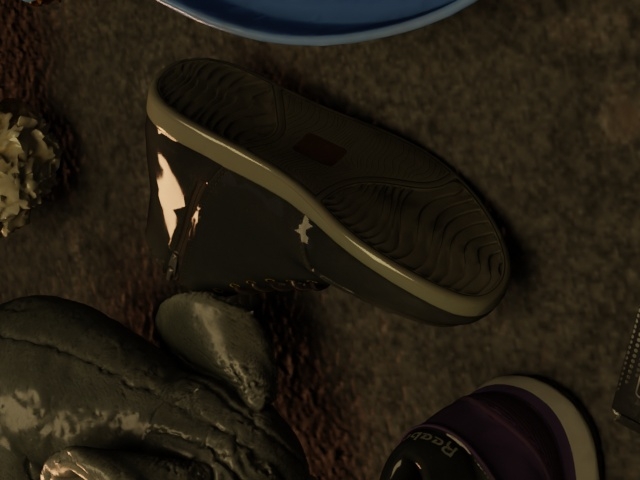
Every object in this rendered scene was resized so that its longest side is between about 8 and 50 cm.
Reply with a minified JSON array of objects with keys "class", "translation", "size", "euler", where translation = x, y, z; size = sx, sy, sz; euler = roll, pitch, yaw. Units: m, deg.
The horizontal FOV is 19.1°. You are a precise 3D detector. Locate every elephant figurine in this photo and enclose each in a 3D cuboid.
[{"class":"elephant figurine","translation":[-0.079,0.108,1.042],"size":[0.239,0.186,0.169],"euler":[5,89,38]}]

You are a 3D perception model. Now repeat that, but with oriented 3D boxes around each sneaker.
[{"class":"sneaker","translation":[0.084,0.219,0.953],"size":[0.107,0.124,0.283],"euler":[-6,99,41]},{"class":"sneaker","translation":[0.000,0.000,1.002],"size":[0.222,0.083,0.118],"euler":[34,138,24]}]

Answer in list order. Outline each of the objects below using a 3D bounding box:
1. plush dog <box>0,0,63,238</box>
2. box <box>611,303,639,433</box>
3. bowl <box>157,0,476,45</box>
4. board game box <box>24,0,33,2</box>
[{"class":"plush dog","translation":[-0.266,-0.150,1.113],"size":[0.262,0.210,0.225],"euler":[28,93,28]},{"class":"box","translation":[0.254,-0.002,0.788],"size":[0.216,0.060,0.270],"euler":[28,120,31]},{"class":"bowl","translation":[-0.018,-0.285,0.878],"size":[0.391,0.077,0.391],"euler":[18,124,29]},{"class":"board game box","translation":[-0.177,-0.208,1.018],"size":[0.133,0.169,0.033],"euler":[-69,17,0]}]
